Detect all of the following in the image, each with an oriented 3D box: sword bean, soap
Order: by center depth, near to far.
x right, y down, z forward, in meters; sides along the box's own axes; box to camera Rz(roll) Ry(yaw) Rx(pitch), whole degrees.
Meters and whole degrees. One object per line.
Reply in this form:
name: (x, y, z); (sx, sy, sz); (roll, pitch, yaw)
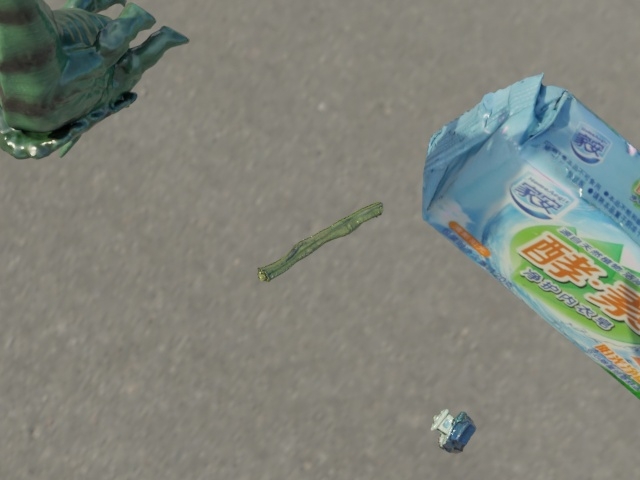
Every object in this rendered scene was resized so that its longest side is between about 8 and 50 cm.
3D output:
sword bean: (0.000, 0.000, 1.056); (0.083, 0.012, 0.012); (-31, 73, -13)
soap: (0.206, 0.012, 1.302); (0.293, 0.156, 0.077); (39, 58, -6)

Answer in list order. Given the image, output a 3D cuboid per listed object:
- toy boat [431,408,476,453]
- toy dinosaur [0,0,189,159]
toy boat: (0.107, 0.155, 1.519); (0.038, 0.083, 0.038); (0, 81, -1)
toy dinosaur: (-0.139, -0.118, 1.024); (0.120, 0.292, 0.079); (-41, 78, -16)
